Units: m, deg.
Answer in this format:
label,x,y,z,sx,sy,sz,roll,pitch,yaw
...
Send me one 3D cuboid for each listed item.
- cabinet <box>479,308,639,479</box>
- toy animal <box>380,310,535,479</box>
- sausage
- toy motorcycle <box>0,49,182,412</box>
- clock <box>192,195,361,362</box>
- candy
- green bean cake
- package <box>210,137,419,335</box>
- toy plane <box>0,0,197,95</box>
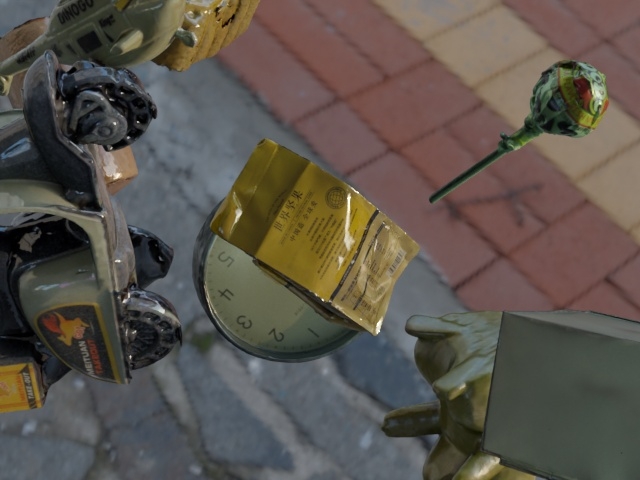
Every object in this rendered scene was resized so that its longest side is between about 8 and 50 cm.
label,x,y,z,sx,sy,sz,roll,pitch,yaw
cabinet,0.276,0.152,1.454,0.206,0.150,0.145,12,7,42
toy animal,0.189,0.264,1.988,0.180,0.362,0.181,-7,25,-20
sausage,-0.320,-0.153,2.038,0.123,0.123,0.252,-12,66,-29
toy motorcycle,-0.163,-0.002,0.932,0.157,0.263,0.091,-8,48,-5
clock,-0.031,0.033,1.815,0.226,0.226,0.049,10,18,-13
candy,0.231,-0.123,1.971,0.083,0.305,0.091,10,59,-37
green bean cake,-0.212,-0.371,2.279,0.230,0.131,0.224,41,44,5
package,0.000,0.000,0.985,0.047,0.131,0.071,22,76,47
toy plane,-0.209,-0.166,1.323,0.108,0.286,0.092,51,50,-19
